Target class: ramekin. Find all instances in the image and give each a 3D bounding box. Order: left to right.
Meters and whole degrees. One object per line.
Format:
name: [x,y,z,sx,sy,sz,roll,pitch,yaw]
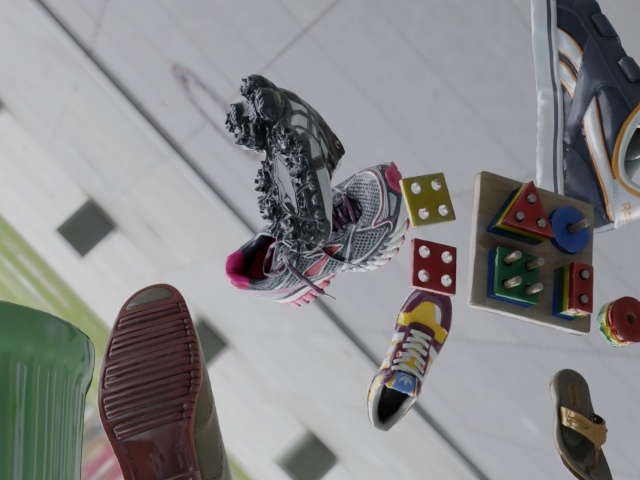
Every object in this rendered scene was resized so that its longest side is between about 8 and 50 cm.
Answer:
ramekin: [-0.300,0.148,0.968,0.303,0.303,0.148,79,-175,-70]

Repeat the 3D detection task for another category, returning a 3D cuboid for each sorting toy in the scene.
sorting toy: [0.198,0.006,1.347,0.274,0.132,0.046,16,158,-24]

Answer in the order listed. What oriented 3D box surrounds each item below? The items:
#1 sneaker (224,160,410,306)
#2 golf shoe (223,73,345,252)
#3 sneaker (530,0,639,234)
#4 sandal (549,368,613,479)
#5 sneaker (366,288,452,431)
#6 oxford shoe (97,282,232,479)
sneaker: [0.000,0.000,1.872,0.112,0.299,0.121,10,-127,-42]
golf shoe: [-0.010,-0.064,1.225,0.094,0.077,0.198,14,-142,-33]
sneaker: [0.289,-0.154,1.531,0.127,0.321,0.126,-6,158,16]
sandal: [0.317,0.221,1.754,0.072,0.049,0.180,20,-137,-22]
sneaker: [0.108,0.142,1.730,0.069,0.185,0.084,18,-161,-5]
oxford shoe: [-0.167,0.221,1.638,0.130,0.123,0.348,48,-147,-60]
